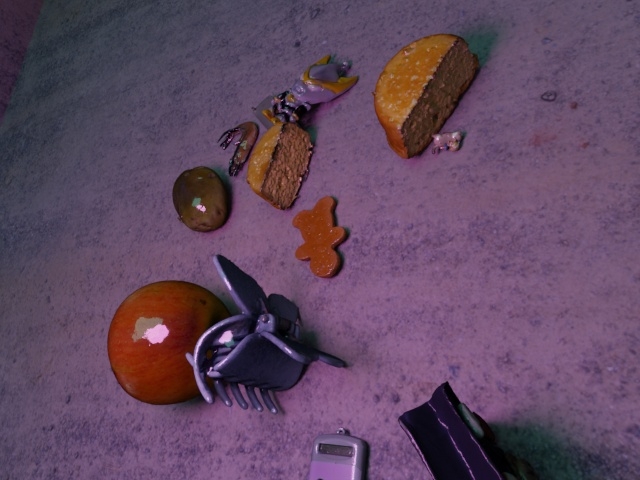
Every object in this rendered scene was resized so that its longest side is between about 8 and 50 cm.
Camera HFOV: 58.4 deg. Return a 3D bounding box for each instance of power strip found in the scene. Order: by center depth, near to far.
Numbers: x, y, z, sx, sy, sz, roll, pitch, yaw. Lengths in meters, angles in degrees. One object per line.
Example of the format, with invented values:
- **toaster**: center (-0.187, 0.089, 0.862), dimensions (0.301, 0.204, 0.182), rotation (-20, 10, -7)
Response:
- **power strip**: center (-0.124, -0.414, 1.876), dimensions (0.145, 0.061, 0.216), rotation (-42, 53, 4)

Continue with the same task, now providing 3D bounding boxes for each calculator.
- **calculator**: center (0.035, 0.559, 1.322), dimensions (0.141, 0.045, 0.246), rotation (-5, 65, 31)

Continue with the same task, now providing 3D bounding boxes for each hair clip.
- **hair clip**: center (-0.151, 0.270, 1.411), dimensions (0.238, 0.318, 0.392), rotation (-51, 53, 5)

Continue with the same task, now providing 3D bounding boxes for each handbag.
- **handbag**: center (0.307, 0.432, 1.026), dimensions (0.122, 0.329, 0.303), rotation (-40, 47, 10)

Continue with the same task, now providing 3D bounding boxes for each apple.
- **apple**: center (-0.400, 0.276, 1.567), dimensions (0.339, 0.339, 0.340), rotation (-14, 61, 28)

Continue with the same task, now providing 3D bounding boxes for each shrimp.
- **shrimp**: center (-0.294, -0.315, 1.950), dimensions (0.152, 0.046, 0.219), rotation (4, 67, 34)

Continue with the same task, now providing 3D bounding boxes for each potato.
- **potato**: center (-0.398, -0.138, 1.876), dimensions (0.197, 0.148, 0.228), rotation (-27, 58, 38)

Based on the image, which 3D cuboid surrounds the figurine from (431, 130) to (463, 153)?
- **figurine**: center (0.335, -0.256, 1.512), dimensions (0.083, 0.047, 0.051), rotation (-6, 80, 24)

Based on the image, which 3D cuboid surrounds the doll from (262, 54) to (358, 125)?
- **doll**: center (-0.038, -0.471, 1.799), dimensions (0.316, 0.103, 0.145), rotation (-40, 36, -6)

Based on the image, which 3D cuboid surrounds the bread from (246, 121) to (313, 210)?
- **bread**: center (-0.136, -0.226, 1.737), dimensions (0.147, 0.160, 0.261), rotation (9, 80, 43)

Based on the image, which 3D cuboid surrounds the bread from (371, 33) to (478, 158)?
- **bread**: center (0.251, -0.401, 1.530), dimensions (0.179, 0.194, 0.340), rotation (35, 93, 32)

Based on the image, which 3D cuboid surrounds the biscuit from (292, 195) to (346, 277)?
- **biscuit**: center (0.000, 0.000, 1.614), dimensions (0.165, 0.036, 0.250), rotation (-30, 51, 20)
